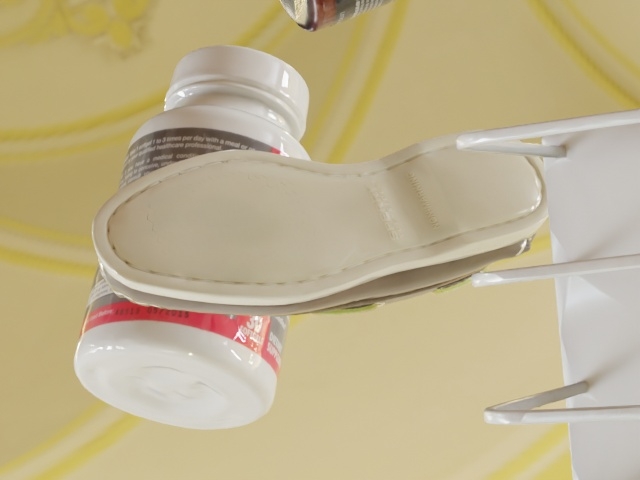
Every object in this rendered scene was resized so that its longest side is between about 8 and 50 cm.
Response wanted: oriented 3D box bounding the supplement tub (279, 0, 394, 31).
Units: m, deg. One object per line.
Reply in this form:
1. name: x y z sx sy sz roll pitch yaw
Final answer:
1. supplement tub: 0.059 -0.236 1.190 0.198 0.106 0.106 -24 -149 -14

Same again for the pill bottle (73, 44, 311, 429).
1. pill bottle: -0.100 -0.008 1.422 0.176 0.176 0.318 -4 -121 26

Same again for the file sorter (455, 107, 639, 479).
1. file sorter: 0.181 0.071 0.755 0.193 0.277 0.173 -6 177 30

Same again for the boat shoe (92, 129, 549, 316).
1. boat shoe: 0.000 0.000 1.079 0.324 0.096 0.116 -11 -116 -24
